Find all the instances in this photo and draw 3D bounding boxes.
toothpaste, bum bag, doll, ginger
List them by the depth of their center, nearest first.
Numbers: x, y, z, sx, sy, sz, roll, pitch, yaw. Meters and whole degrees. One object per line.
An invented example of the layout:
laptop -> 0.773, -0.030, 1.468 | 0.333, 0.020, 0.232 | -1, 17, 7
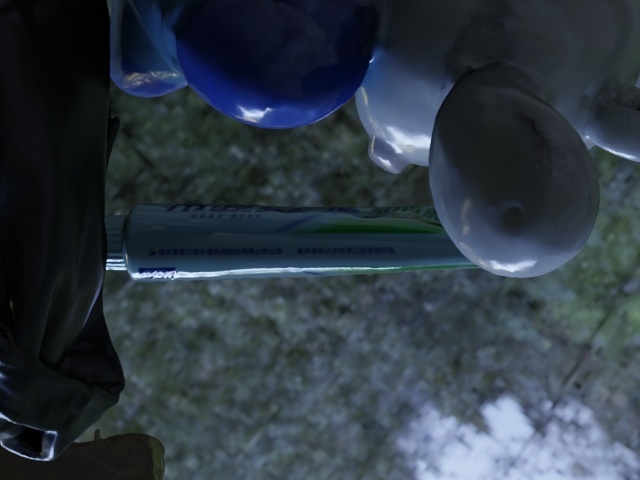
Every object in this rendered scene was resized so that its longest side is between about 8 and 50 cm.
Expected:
bum bag -> -0.149, -0.032, 0.878 | 0.079, 0.142, 0.326 | 11, 112, 20
doll -> 0.018, -0.121, 0.911 | 0.365, 0.187, 0.376 | 27, -175, 10
toothpaste -> 0.000, 0.000, 1.043 | 0.297, 0.075, 0.048 | -1, 107, 4
ginger -> -0.264, 0.239, 1.478 | 0.270, 0.219, 0.123 | 0, 130, 2
